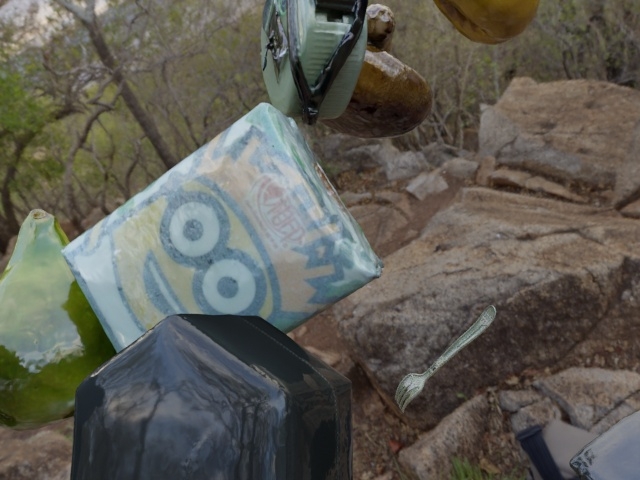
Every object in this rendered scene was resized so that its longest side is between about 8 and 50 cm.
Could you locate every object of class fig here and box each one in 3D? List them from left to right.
[{"bbox_3d":[-0.358,0.097,0.694,0.206,0.274,0.206,-15,-2,-1],"label":"fig"}]

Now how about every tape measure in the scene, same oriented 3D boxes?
[{"bbox_3d":[-0.016,-0.277,0.681,0.115,0.235,0.207,-2,56,-19],"label":"tape measure"}]

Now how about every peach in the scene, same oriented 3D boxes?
[{"bbox_3d":[0.208,-0.337,0.692,0.103,0.179,0.179,-51,23,13],"label":"peach"}]

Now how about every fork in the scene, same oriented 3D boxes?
[{"bbox_3d":[0.179,0.175,0.769,0.219,0.028,0.034,-51,33,20],"label":"fork"}]

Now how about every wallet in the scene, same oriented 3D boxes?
[{"bbox_3d":[0.487,0.356,0.711,0.169,0.052,0.245,-28,39,-10],"label":"wallet"}]

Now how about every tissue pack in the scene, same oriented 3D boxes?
[{"bbox_3d":[-0.113,0.023,0.620,0.311,0.227,0.128,-32,-3,12],"label":"tissue pack"}]

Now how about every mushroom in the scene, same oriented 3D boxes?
[{"bbox_3d":[0.073,-0.347,1.192,0.239,0.345,0.345,-45,28,-12],"label":"mushroom"}]

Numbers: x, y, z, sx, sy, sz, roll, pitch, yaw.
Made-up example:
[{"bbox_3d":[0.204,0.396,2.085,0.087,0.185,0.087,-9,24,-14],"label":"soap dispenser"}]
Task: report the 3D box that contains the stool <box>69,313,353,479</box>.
[{"bbox_3d":[-0.085,0.176,0.436,0.232,0.232,0.141,-19,-15,24],"label":"stool"}]
